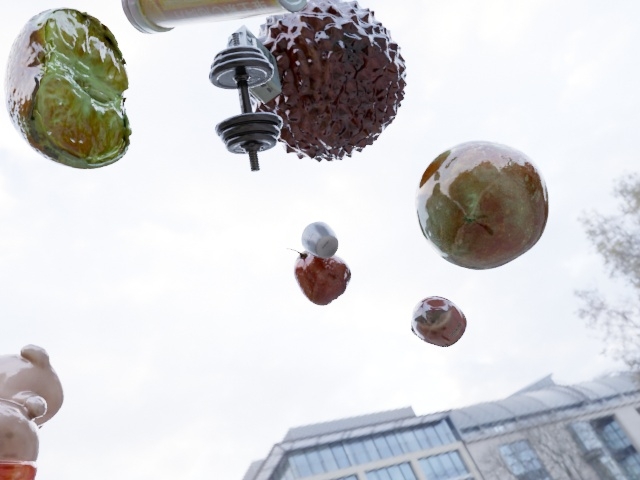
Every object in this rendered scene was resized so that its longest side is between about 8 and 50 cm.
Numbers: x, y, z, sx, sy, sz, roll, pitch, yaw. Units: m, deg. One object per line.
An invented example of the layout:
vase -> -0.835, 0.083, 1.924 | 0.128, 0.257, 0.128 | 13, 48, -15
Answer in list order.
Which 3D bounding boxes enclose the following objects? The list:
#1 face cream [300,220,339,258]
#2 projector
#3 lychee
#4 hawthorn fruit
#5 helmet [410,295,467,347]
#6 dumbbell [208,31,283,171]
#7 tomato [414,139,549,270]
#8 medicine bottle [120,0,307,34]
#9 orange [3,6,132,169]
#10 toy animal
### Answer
face cream -> 0.000, 0.000, 1.695 | 0.091, 0.095, 0.091 | -10, -65, -21
projector -> -0.147, -0.381, 1.425 | 0.061, 0.147, 0.115 | -31, -47, 19
lychee -> 0.021, -0.407, 1.704 | 0.425, 0.424, 0.500 | -37, -19, 11
hawthorn fruit -> -0.013, 0.077, 1.813 | 0.163, 0.162, 0.203 | -35, -80, 9
helmet -> 0.144, 0.097, 0.849 | 0.065, 0.084, 0.049 | -55, -46, -15
dumbbell -> -0.109, -0.201, 0.951 | 0.099, 0.208, 0.099 | -9, -7, -1
tomato -> 0.320, -0.066, 1.320 | 0.270, 0.270, 0.223 | -44, -3, 21
medicine bottle -> -0.116, -0.266, 0.702 | 0.074, 0.218, 0.073 | -13, -73, -53
orange -> -0.515, -0.297, 1.350 | 0.196, 0.334, 0.263 | -24, -21, 35
toy animal -> -0.411, 0.234, 0.801 | 0.172, 0.197, 0.171 | 2, -54, 2
